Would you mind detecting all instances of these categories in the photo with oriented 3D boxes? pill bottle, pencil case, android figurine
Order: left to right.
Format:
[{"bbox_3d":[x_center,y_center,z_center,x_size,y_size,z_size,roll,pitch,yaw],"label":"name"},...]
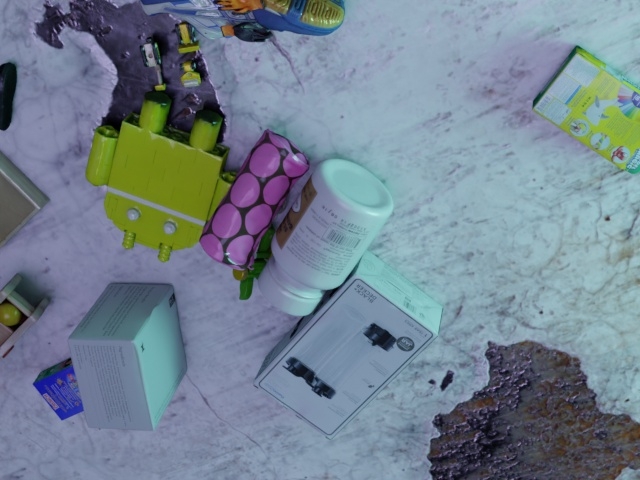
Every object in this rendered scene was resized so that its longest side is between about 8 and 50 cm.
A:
[{"bbox_3d":[-0.246,-0.091,1.624,0.248,0.056,0.273,22,118,0],"label":"android figurine"},{"bbox_3d":[-0.094,-0.058,1.556,0.098,0.095,0.209,29,101,-20],"label":"pencil case"},{"bbox_3d":[0.000,0.000,1.572,0.131,0.131,0.229,31,120,-4],"label":"pill bottle"}]

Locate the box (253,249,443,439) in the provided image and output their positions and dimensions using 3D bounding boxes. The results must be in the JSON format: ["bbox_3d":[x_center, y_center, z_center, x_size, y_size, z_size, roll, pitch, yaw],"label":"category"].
[{"bbox_3d":[0.042,0.172,1.679,0.169,0.087,0.290,36,119,-8],"label":"box"}]

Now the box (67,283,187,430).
[{"bbox_3d":[-0.313,0.190,1.714,0.119,0.181,0.182,1,117,13],"label":"box"}]

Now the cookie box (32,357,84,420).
[{"bbox_3d":[-0.447,0.263,1.864,0.107,0.040,0.092,-25,110,23],"label":"cookie box"}]

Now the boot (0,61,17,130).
[{"bbox_3d":[-0.530,-0.234,1.619,0.099,0.045,0.121,20,120,6],"label":"boot"}]

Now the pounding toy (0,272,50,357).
[{"bbox_3d":[-0.603,0.151,1.775,0.155,0.154,0.269,43,118,-11],"label":"pounding toy"}]

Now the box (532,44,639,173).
[{"bbox_3d":[0.398,-0.178,1.439,0.179,0.043,0.105,34,119,-4],"label":"box"}]

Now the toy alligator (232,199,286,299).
[{"bbox_3d":[-0.102,0.005,1.648,0.051,0.056,0.189,40,118,39],"label":"toy alligator"}]

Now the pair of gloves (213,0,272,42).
[{"bbox_3d":[-0.105,-0.298,1.395,0.074,0.010,0.083,6,145,15],"label":"pair of gloves"}]

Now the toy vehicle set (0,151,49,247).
[{"bbox_3d":[-0.596,-0.106,1.704,0.166,0.035,0.267,-37,105,27],"label":"toy vehicle set"}]

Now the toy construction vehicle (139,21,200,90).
[{"bbox_3d":[-0.218,-0.274,1.535,0.086,0.035,0.098,-10,118,6],"label":"toy construction vehicle"}]

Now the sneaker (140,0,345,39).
[{"bbox_3d":[-0.113,-0.337,1.450,0.296,0.112,0.131,19,141,1],"label":"sneaker"}]
